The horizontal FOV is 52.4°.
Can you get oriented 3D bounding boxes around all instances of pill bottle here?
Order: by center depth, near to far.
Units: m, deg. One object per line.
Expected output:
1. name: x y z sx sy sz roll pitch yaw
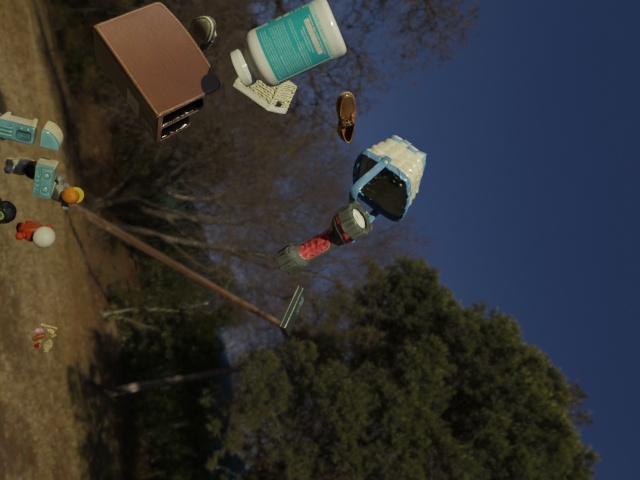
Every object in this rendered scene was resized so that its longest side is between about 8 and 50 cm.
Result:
1. pill bottle: -0.081 -0.468 1.576 0.146 0.264 0.146 -22 90 -82

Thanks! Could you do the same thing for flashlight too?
1. flashlight: 0.000 0.000 1.816 0.304 0.103 0.103 -29 -84 30

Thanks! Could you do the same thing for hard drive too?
1. hard drive: -0.080 0.210 1.921 0.094 0.022 0.135 82 30 -68

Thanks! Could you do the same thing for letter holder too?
1. letter holder: -0.434 -0.458 1.753 0.302 0.214 0.152 54 -23 6

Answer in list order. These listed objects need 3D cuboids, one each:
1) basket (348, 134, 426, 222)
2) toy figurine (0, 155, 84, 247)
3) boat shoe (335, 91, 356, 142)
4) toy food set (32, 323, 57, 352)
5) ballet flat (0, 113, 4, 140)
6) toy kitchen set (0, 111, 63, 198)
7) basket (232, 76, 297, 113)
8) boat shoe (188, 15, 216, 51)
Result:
1. basket: 0.173 -0.149 1.927 0.201 0.289 0.255 32 -31 17
2. toy figurine: -0.770 -0.106 1.733 0.148 0.209 0.213 19 -20 39
3. boat shoe: 0.085 -0.380 2.021 0.178 0.064 0.060 89 -15 -49
4. toy food set: -0.943 0.327 2.212 0.122 0.078 0.019 -55 -149 25
5. ballet flat: -0.832 -0.315 1.596 0.213 0.068 0.072 98 15 -68
6. toy kitchen set: -0.691 -0.185 1.431 0.122 0.207 0.166 -107 -147 -59
7. basket: -0.175 -0.493 2.082 0.167 0.113 0.103 37 -70 20
8. boat shoe: -0.347 -0.615 1.933 0.075 0.065 0.206 55 -28 -6
